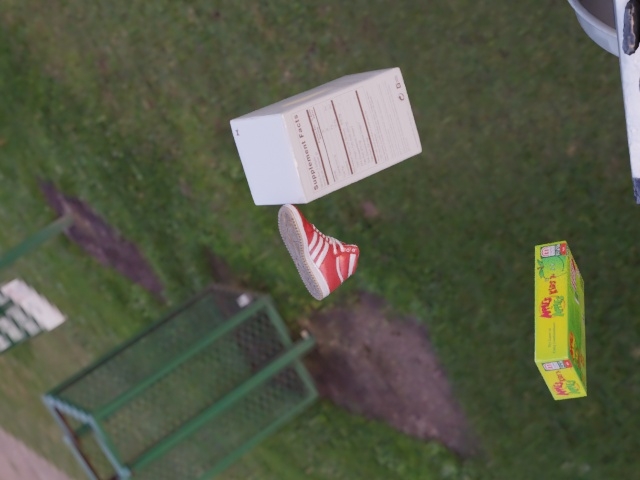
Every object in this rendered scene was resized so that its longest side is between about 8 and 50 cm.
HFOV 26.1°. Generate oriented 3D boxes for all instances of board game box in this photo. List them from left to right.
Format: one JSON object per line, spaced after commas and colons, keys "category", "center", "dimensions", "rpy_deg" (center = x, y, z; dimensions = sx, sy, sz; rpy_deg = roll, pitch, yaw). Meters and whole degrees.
{"category": "board game box", "center": [0.306, 0.101, 1.767], "dimensions": [0.043, 0.181, 0.092], "rpy_deg": [-11, 139, 21]}

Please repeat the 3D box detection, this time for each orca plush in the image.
{"category": "orca plush", "center": [0.346, -0.181, 1.354], "dimensions": [0.151, 0.102, 0.287], "rpy_deg": [22, -117, -77]}

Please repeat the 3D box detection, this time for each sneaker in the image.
{"category": "sneaker", "center": [0.000, 0.000, 1.524], "dimensions": [0.042, 0.067, 0.118], "rpy_deg": [19, 137, 55]}

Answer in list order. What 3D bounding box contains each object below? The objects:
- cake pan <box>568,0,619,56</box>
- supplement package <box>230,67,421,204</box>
{"category": "cake pan", "center": [0.437, -0.307, 1.677], "dimensions": [0.293, 0.293, 0.054], "rpy_deg": [39, 153, 34]}
{"category": "supplement package", "center": [0.007, -0.118, 1.564], "dimensions": [0.105, 0.179, 0.105], "rpy_deg": [1, 111, 54]}
